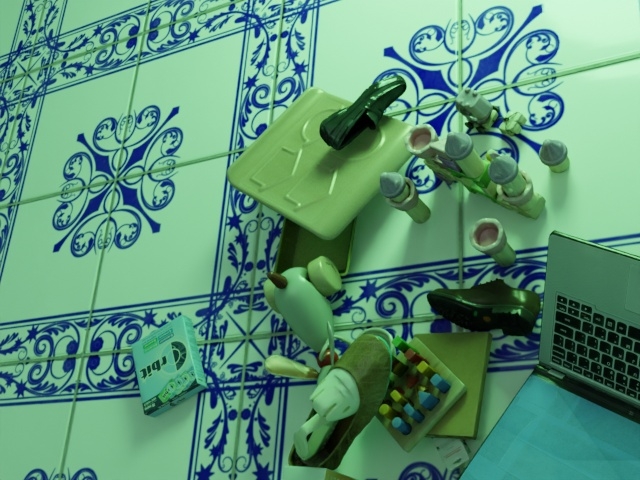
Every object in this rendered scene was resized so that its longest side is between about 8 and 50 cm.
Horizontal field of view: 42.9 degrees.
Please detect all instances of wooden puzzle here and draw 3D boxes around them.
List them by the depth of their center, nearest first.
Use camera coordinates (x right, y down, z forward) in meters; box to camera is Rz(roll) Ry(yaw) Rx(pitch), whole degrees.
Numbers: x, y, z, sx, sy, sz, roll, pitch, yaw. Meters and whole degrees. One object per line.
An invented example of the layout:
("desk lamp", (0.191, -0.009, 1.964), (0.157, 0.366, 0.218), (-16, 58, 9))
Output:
("wooden puzzle", (0.007, -0.171, 1.815), (0.348, 0.080, 0.322), (32, 73, 38))

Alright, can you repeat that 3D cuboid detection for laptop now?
("laptop", (0.434, 0.249, 1.243), (0.382, 0.236, 0.407), (22, 122, 45))

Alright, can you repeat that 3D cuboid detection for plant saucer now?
("plant saucer", (0.000, 0.000, 1.791), (0.188, 0.045, 0.188), (-3, 66, 31))

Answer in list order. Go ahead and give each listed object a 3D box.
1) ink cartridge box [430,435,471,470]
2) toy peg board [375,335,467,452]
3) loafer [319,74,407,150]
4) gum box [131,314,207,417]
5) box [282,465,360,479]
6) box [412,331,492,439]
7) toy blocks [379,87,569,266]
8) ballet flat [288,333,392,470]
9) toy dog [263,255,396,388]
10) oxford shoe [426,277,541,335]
("ink cartridge box", (0.237, 0.372, 1.474), (0.048, 0.028, 0.083), (-36, 53, 15))
("toy peg board", (0.152, 0.270, 1.497), (0.161, 0.079, 0.160), (-49, 41, 3))
("loafer", (0.102, -0.271, 1.751), (0.223, 0.076, 0.078), (-37, 63, -8))
("gum box", (-0.349, 0.287, 1.871), (0.157, 0.041, 0.184), (-31, 54, 15))
("box", (0.006, 0.487, 1.472), (0.091, 0.170, 0.130), (-6, 65, 31))
("box", (0.228, 0.266, 1.509), (0.164, 0.021, 0.201), (-7, 57, 38))
("toy blocks", (0.287, -0.162, 1.556), (0.289, 0.260, 0.309), (30, 85, 38))
("ballet flat", (0.020, 0.313, 1.476), (0.116, 0.124, 0.342), (48, 132, 28))
("toy dog", (-0.027, 0.175, 1.622), (0.220, 0.161, 0.333), (-47, 57, 16))
("oxford shoe", (0.309, 0.117, 1.536), (0.227, 0.082, 0.096), (8, 50, 36))
